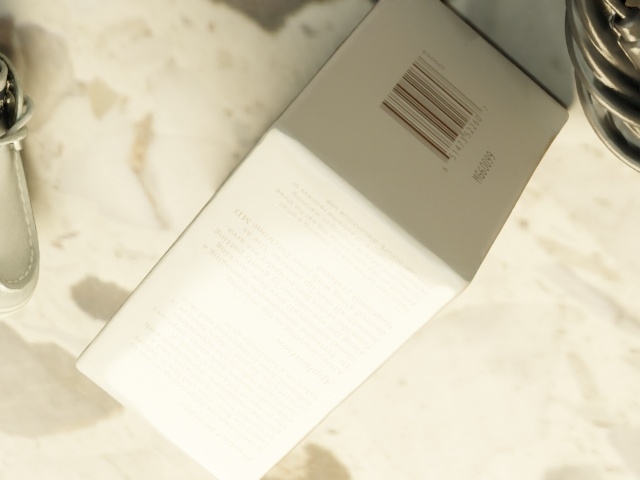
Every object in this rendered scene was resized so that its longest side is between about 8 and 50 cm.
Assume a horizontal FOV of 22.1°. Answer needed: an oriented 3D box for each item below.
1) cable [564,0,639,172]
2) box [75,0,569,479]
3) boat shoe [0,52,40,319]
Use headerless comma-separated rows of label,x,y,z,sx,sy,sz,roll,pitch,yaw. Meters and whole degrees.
cable,0.164,-0.067,0.590,0.184,0.047,0.150,36,137,-2
box,0.000,0.000,0.663,0.091,0.130,0.170,40,133,-4
boat shoe,-0.178,-0.063,0.747,0.081,0.079,0.227,-7,116,37
